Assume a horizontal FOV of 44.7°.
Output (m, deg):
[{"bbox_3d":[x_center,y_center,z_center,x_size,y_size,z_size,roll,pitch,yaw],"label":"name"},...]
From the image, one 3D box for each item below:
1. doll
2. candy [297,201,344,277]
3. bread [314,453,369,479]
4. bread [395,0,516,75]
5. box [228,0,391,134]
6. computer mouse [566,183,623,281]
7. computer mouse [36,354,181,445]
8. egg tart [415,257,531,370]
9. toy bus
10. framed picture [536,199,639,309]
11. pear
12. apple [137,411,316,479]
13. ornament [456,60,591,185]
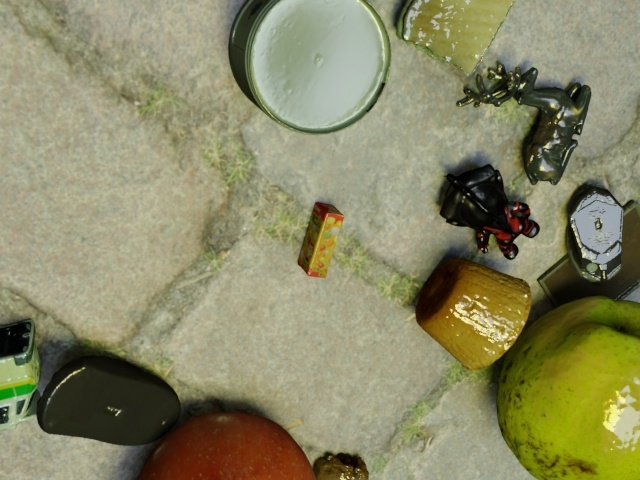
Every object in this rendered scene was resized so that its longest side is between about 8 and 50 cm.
[{"bbox_3d":[0.305,-0.056,1.438,0.248,0.088,0.127,30,79,-35],"label":"doll"},{"bbox_3d":[0.000,0.000,1.367,0.038,0.062,0.122,10,107,-23],"label":"candy"},{"bbox_3d":[0.048,0.467,1.558,0.113,0.082,0.060,8,106,-24],"label":"bread"},{"bbox_3d":[0.237,-0.362,1.299,0.232,0.064,0.172,-24,116,-6],"label":"bread"},{"bbox_3d":[-0.018,-0.286,1.199,0.226,0.149,0.226,-6,112,-16],"label":"box"},{"bbox_3d":[0.535,-0.016,1.524,0.105,0.062,0.192,-7,98,3],"label":"computer mouse"},{"bbox_3d":[-0.363,0.271,1.327,0.269,0.086,0.137,27,92,-46],"label":"computer mouse"},{"bbox_3d":[0.275,0.123,1.449,0.147,0.202,0.202,33,98,-11],"label":"egg tart"},{"bbox_3d":[-0.583,0.234,1.232,0.276,0.133,0.165,-10,113,-12],"label":"toy bus"},{"bbox_3d":[0.587,0.064,1.604,0.260,0.023,0.189,-40,117,0],"label":"framed picture"},{"bbox_3d":[0.533,0.287,1.490,0.391,0.391,0.391,-6,113,-16],"label":"pear"},{"bbox_3d":[-0.168,0.477,1.381,0.348,0.277,0.348,-6,112,-16],"label":"apple"},{"bbox_3d":[0.350,-0.214,1.389,0.236,0.080,0.202,13,103,-25],"label":"ornament"}]
